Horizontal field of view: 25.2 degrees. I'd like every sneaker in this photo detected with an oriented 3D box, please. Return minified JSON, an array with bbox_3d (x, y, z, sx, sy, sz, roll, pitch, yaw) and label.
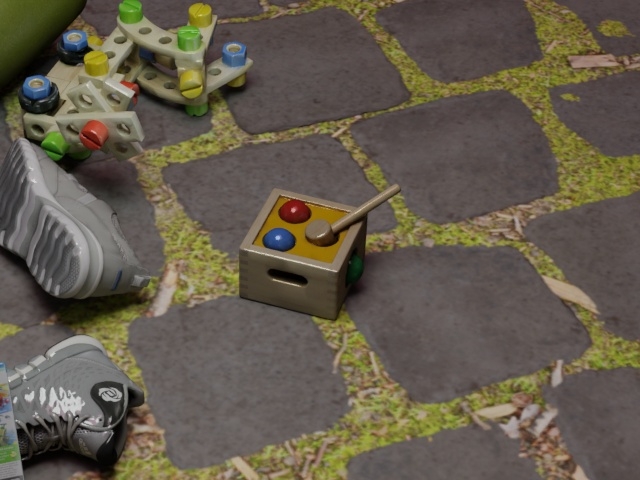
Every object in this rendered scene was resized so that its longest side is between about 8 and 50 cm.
[{"bbox_3d":[-0.281,-0.014,1.575,0.115,0.105,0.281,14,25,-39],"label":"sneaker"},{"bbox_3d":[-0.259,0.178,1.335,0.132,0.086,0.228,34,48,28],"label":"sneaker"}]

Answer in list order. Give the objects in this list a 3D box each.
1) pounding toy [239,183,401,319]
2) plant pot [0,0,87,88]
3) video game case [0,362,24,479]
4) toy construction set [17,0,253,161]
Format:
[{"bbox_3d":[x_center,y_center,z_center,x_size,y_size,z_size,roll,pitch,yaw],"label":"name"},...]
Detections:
[{"bbox_3d":[0.000,0.000,1.543,0.141,0.100,0.130,13,42,13],"label":"pounding toy"},{"bbox_3d":[-0.470,-0.258,1.733,0.274,0.275,0.293,16,58,16],"label":"plant pot"},{"bbox_3d":[-0.328,0.201,1.276,0.119,0.015,0.166,-9,82,-13],"label":"video game case"},{"bbox_3d":[-0.234,-0.178,1.720,0.215,0.151,0.328,14,31,13],"label":"toy construction set"}]
